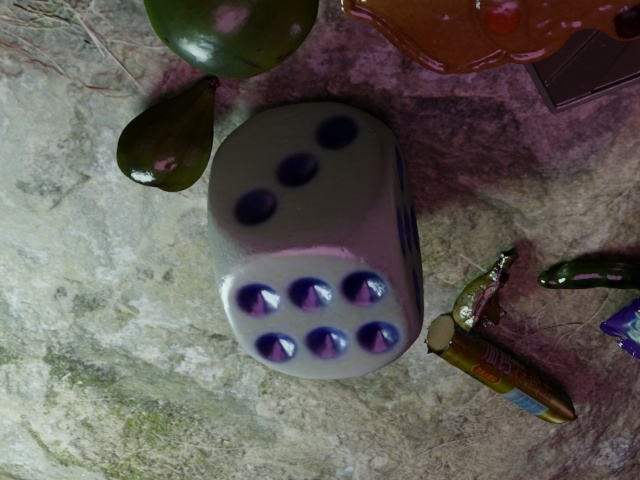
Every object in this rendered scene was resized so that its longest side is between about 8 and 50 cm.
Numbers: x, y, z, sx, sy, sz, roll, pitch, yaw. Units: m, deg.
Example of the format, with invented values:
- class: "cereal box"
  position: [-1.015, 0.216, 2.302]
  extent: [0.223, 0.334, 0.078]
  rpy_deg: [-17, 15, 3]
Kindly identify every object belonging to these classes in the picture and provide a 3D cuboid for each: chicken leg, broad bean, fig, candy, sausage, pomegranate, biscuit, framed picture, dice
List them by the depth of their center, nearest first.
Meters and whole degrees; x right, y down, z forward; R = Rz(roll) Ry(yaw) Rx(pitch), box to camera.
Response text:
- class: "pomegranate"
  position: [-0.082, -0.345, 1.701]
  extent: [0.302, 0.236, 0.236]
  rpy_deg: [-39, 125, 19]
- class: "biscuit"
  position: [0.240, -0.372, 1.749]
  extent: [0.455, 0.078, 0.349]
  rpy_deg: [-12, 129, 14]
- class: "framed picture"
  position: [0.424, -0.311, 1.859]
  extent: [0.324, 0.020, 0.240]
  rpy_deg: [-21, 133, 21]
- class: "fig"
  position: [-0.213, -0.150, 1.963]
  extent: [0.133, 0.126, 0.185]
  rpy_deg: [31, 134, -11]
- class: "dice"
  position: [0.000, 0.000, 1.985]
  extent: [0.277, 0.304, 0.304]
  rpy_deg: [-7, 136, 7]
- class: "candy"
  position: [0.558, 0.133, 2.192]
  extent: [0.145, 0.070, 0.275]
  rpy_deg: [37, 154, 7]
- class: "chicken leg"
  position: [0.284, 0.085, 2.251]
  extent: [0.093, 0.070, 0.178]
  rpy_deg: [15, 125, -14]
- class: "broad bean"
  position: [0.512, 0.085, 2.254]
  extent: [0.292, 0.049, 0.144]
  rpy_deg: [22, 136, -23]
- class: "sausage"
  position: [0.337, 0.247, 2.406]
  extent: [0.372, 0.082, 0.082]
  rpy_deg: [32, 128, -30]
